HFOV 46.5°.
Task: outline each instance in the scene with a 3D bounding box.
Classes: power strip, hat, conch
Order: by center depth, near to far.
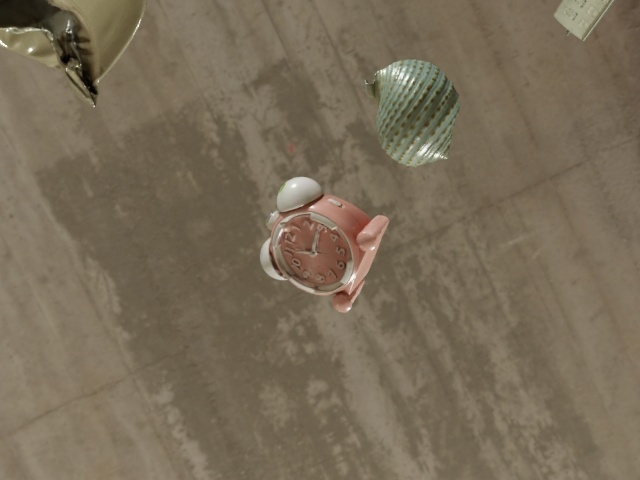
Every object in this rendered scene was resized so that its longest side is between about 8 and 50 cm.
[{"bbox_3d":[-0.266,-0.243,0.748,0.166,0.173,0.144,26,-163,-44],"label":"hat"},{"bbox_3d":[0.376,-0.341,1.025,0.060,0.027,0.253,44,170,9],"label":"power strip"},{"bbox_3d":[0.172,-0.224,1.357,0.200,0.172,0.131,34,-153,-27],"label":"conch"}]

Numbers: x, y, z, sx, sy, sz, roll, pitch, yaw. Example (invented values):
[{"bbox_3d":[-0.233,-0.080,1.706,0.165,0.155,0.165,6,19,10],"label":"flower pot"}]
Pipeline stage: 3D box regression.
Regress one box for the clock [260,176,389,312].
[{"bbox_3d":[0.000,0.000,1.058,0.093,0.162,0.166,-51,-16,-55],"label":"clock"}]
